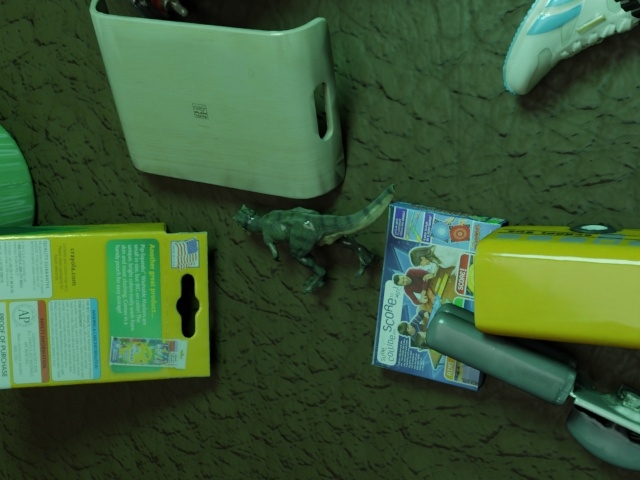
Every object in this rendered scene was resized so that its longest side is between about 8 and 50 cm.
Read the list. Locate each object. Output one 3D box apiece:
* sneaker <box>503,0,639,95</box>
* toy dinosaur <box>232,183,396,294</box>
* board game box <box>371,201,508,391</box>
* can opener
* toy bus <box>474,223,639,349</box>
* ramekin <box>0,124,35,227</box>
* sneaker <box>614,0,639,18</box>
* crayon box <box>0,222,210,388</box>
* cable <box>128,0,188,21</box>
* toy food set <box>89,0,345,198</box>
[{"bbox_3d":[0.273,-0.234,0.953,0.092,0.087,0.228,41,117,8],"label":"sneaker"},{"bbox_3d":[0.000,0.000,1.124,0.268,0.064,0.118,-5,127,41],"label":"toy dinosaur"},{"bbox_3d":[0.138,0.064,1.102,0.136,0.035,0.201,12,104,23],"label":"board game box"},{"bbox_3d":[0.243,0.168,1.025,0.284,0.076,0.095,23,107,10],"label":"can opener"},{"bbox_3d":[0.335,0.048,0.949,0.333,0.130,0.108,4,101,25],"label":"toy bus"},{"bbox_3d":[-0.562,-0.057,1.355,0.304,0.148,0.303,5,101,25],"label":"ramekin"},{"bbox_3d":[0.363,-0.248,0.878,0.209,0.081,0.094,9,94,-21],"label":"sneaker"},{"bbox_3d":[-0.312,0.084,1.236,0.323,0.083,0.203,-1,101,-10],"label":"crayon box"},{"bbox_3d":[-0.255,-0.380,1.192,0.072,0.139,0.287,-35,62,3],"label":"cable"},{"bbox_3d":[-0.124,-0.180,1.131,0.306,0.092,0.219,10,131,21],"label":"toy food set"}]
